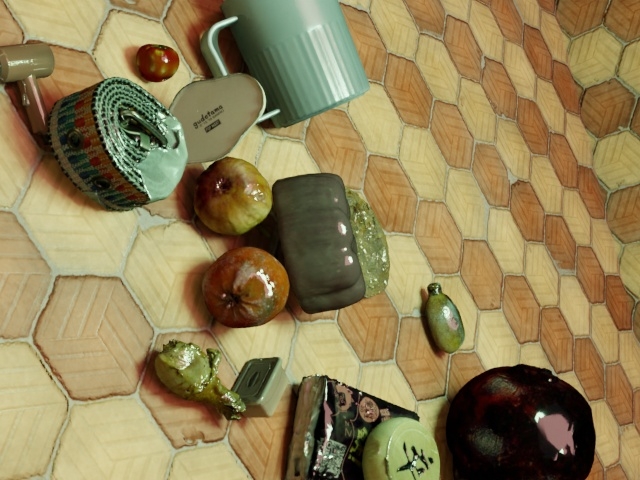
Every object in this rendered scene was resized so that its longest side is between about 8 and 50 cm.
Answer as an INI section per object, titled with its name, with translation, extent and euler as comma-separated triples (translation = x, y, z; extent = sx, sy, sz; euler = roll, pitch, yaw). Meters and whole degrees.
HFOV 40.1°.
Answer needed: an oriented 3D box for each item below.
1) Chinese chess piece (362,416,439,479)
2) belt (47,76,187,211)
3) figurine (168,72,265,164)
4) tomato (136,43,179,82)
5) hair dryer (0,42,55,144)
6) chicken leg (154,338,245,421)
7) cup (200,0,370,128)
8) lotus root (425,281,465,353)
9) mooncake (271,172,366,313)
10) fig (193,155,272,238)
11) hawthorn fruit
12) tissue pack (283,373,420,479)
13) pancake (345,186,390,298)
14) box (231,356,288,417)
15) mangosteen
[Chinese chess piece]
translation = 0.173, 0.469, 1.853
extent = 0.188, 0.083, 0.188
euler = 16, 67, -40
[belt]
translation = -0.361, -0.170, 1.595
extent = 0.257, 0.150, 0.207
euler = 43, 42, -46
[figurine]
translation = -0.198, -0.237, 1.793
extent = 0.141, 0.250, 0.166
euler = 6, 66, -69
[tomato]
translation = -0.330, -0.360, 1.783
extent = 0.087, 0.087, 0.075
euler = -22, 128, -52
[hair dryer]
translation = -0.510, -0.254, 1.539
extent = 0.117, 0.064, 0.181
euler = -25, 101, -51
[chicken leg]
translation = -0.220, 0.260, 1.653
extent = 0.228, 0.088, 0.103
euler = 38, 36, -31
[cup]
translation = -0.067, -0.427, 1.983
extent = 0.331, 0.257, 0.311
euler = -35, 104, -52
[lotus root]
translation = 0.326, 0.204, 2.335
extent = 0.113, 0.088, 0.192
euler = -22, 92, -68
[mooncake]
translation = 0.000, 0.000, 1.890
extent = 0.306, 0.154, 0.306
euler = -11, 90, -86
[fig]
translation = -0.158, -0.066, 1.843
extent = 0.257, 0.159, 0.159
euler = 52, 37, -56
[hawthorn fruit]
translation = -0.145, 0.090, 1.751
extent = 0.173, 0.173, 0.173
euler = 23, 58, -44
[tissue pack]
translation = 0.072, 0.450, 1.904
extent = 0.332, 0.123, 0.245
euler = 29, 60, -37
[pancake]
translation = 0.087, 0.004, 2.157
extent = 0.282, 0.049, 0.282
euler = 22, 60, -45
[box]
translation = -0.121, 0.297, 1.759
extent = 0.062, 0.089, 0.122
euler = 60, 39, -30
[mangosteen]
translation = 0.518, 0.521, 2.209
extent = 0.381, 0.381, 0.421
euler = -7, 80, -51
